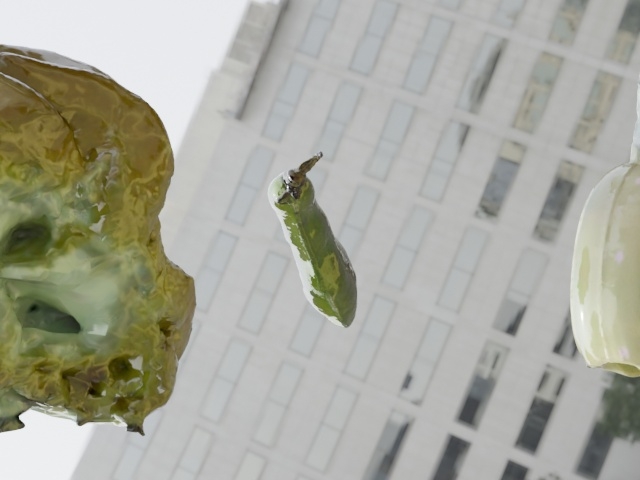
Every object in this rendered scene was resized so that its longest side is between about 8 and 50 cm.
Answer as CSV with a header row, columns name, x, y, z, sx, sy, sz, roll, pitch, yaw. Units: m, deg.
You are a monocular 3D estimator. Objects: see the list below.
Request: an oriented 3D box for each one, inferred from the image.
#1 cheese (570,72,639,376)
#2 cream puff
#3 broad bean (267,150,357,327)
name,x,y,z,sx,sy,sz,roll,pitch,yaw
cheese,0.226,-0.018,0.851,0.137,0.064,0.228,13,-99,-57
cream puff,-0.243,-0.005,0.863,0.323,0.274,0.270,14,-100,-44
broad bean,-0.008,0.002,1.261,0.067,0.075,0.325,-39,-33,-10
